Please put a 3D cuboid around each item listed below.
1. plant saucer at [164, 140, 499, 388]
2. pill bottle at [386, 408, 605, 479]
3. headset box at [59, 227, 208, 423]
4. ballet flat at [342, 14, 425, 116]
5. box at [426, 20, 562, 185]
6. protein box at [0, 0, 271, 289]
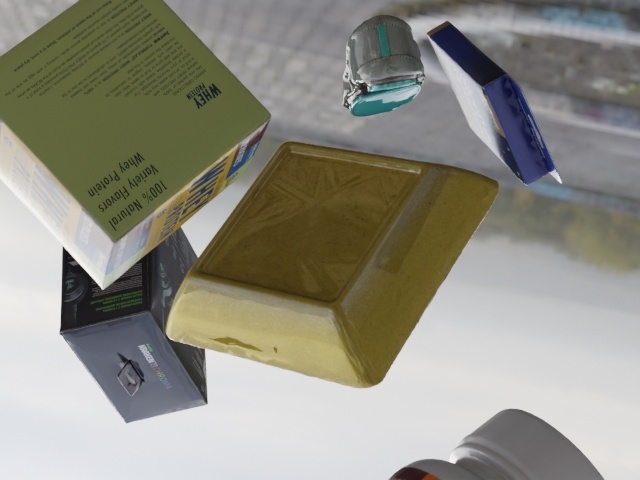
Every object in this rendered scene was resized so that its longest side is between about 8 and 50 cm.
[{"bbox_3d":[0.000,0.000,1.945,0.333,0.332,0.081,11,144,37],"label":"plant saucer"},{"bbox_3d":[0.085,0.342,1.459,0.224,0.392,0.224,44,158,23],"label":"pill bottle"},{"bbox_3d":[-0.259,0.085,2.250,0.131,0.283,0.246,-14,141,9],"label":"headset box"},{"bbox_3d":[0.052,-0.150,1.346,0.072,0.068,0.213,-12,178,-2],"label":"ballet flat"},{"bbox_3d":[0.192,-0.150,1.788,0.136,0.036,0.225,62,177,-30],"label":"box"},{"bbox_3d":[-0.193,-0.105,1.507,0.201,0.200,0.136,46,157,7],"label":"protein box"}]
